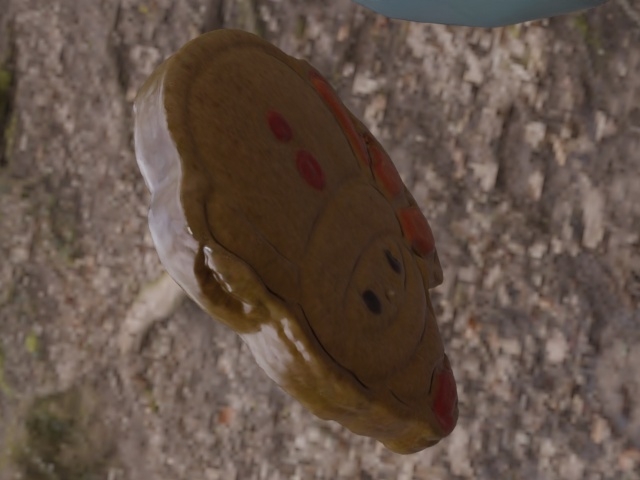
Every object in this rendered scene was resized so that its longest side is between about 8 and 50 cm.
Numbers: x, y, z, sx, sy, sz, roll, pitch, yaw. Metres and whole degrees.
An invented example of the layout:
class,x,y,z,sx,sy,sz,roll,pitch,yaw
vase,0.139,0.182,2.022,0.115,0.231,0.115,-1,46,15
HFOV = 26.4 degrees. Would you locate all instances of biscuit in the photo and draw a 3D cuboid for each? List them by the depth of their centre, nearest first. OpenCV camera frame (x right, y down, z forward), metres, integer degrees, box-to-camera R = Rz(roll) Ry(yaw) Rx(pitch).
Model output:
class,x,y,z,sx,sy,sz,roll,pitch,yaw
biscuit,0.000,0.000,1.110,0.074,0.381,0.359,-32,10,29

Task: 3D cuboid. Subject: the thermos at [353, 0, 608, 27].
class,x,y,z,sx,sy,sz,roll,pitch,yaw
thermos,0.037,-0.159,0.213,0.286,0.182,0.145,68,-147,-68
